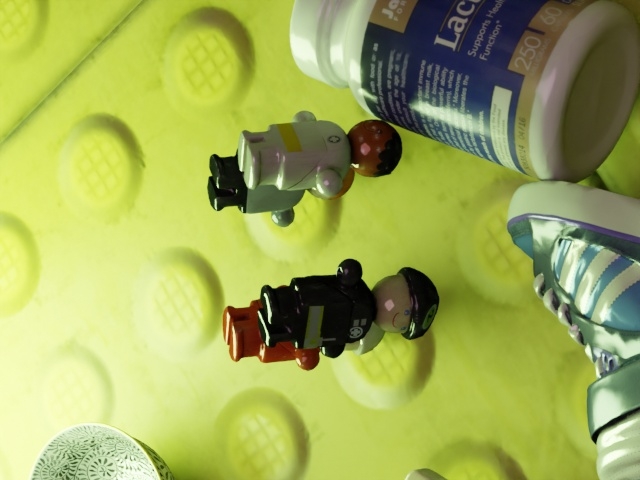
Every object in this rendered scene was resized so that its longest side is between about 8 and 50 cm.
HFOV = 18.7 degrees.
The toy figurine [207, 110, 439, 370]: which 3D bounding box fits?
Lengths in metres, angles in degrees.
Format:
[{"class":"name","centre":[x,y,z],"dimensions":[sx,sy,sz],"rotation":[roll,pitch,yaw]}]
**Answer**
[{"class":"toy figurine","centre":[0.000,0.000,1.638],"dimensions":[0.213,0.148,0.210],"rotation":[144,120,-72]}]

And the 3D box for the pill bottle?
[{"class":"pill bottle","centre":[0.115,-0.154,1.591],"dimensions":[0.264,0.153,0.153],"rotation":[22,102,30]}]

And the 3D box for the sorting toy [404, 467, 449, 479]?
[{"class":"sorting toy","centre":[0.147,0.358,1.615],"dimensions":[0.257,0.089,0.255],"rotation":[30,107,28]}]

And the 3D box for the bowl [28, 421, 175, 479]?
[{"class":"bowl","centre":[-0.189,0.252,1.833],"dimensions":[0.170,0.080,0.170],"rotation":[0,90,32]}]

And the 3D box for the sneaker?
[{"class":"sneaker","centre":[0.224,0.092,1.474],"dimensions":[0.322,0.130,0.236],"rotation":[15,86,55]}]
